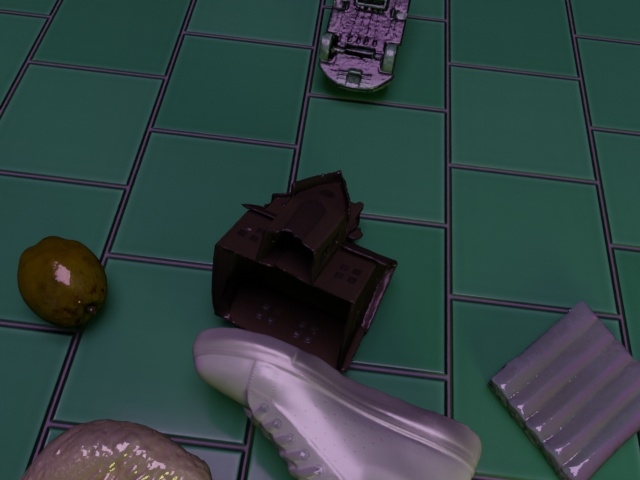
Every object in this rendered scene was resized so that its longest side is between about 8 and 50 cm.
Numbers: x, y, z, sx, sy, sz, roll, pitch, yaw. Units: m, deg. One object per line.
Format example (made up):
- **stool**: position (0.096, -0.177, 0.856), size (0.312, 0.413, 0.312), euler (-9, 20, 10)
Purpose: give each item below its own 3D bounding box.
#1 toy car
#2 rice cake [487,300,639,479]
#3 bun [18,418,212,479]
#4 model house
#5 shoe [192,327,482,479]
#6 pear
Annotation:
- **toy car**: position (0.088, -0.396, 1.185), size (0.136, 0.125, 0.306), euler (11, 78, 6)
- **rice cake**: position (0.337, 0.194, 0.856), size (0.198, 0.037, 0.189), euler (-25, 61, -19)
- **bun**: position (-0.216, 0.296, 0.691), size (0.220, 0.134, 0.221), euler (0, 84, -5)
- **model house**: position (0.000, 0.000, 0.885), size (0.211, 0.204, 0.243), euler (23, 41, 12)
- **shoe**: position (-0.003, 0.235, 0.752), size (0.363, 0.132, 0.160), euler (23, 56, 3)
- **pear**: position (-0.338, 0.055, 0.867), size (0.131, 0.107, 0.107), euler (43, 63, 12)
